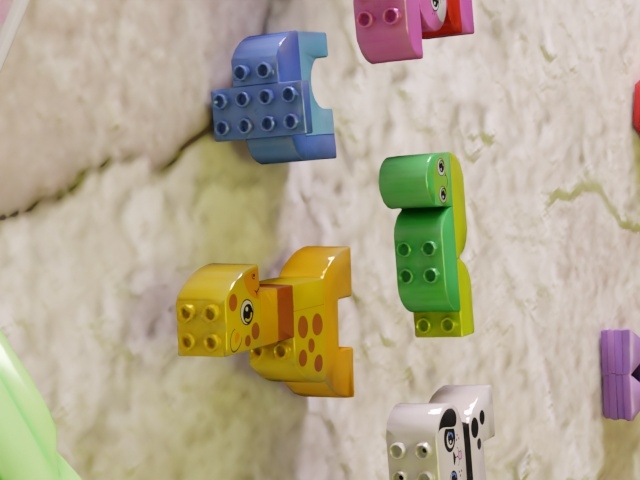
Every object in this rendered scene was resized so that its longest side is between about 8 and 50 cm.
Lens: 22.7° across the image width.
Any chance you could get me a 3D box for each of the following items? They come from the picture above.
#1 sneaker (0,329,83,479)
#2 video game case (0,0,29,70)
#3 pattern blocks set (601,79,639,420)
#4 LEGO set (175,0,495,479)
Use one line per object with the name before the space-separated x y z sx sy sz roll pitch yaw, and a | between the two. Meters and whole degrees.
sneaker | -0.152 0.208 0.315 0.202 0.185 0.483 12 75 -41
video game case | -0.136 -0.116 0.458 0.143 0.019 0.157 35 63 -40
pattern blocks set | 0.249 0.075 0.849 0.325 0.026 0.285 21 74 -44
LEGO set | 0.000 0.000 0.544 0.093 0.087 0.227 -10 96 -61
